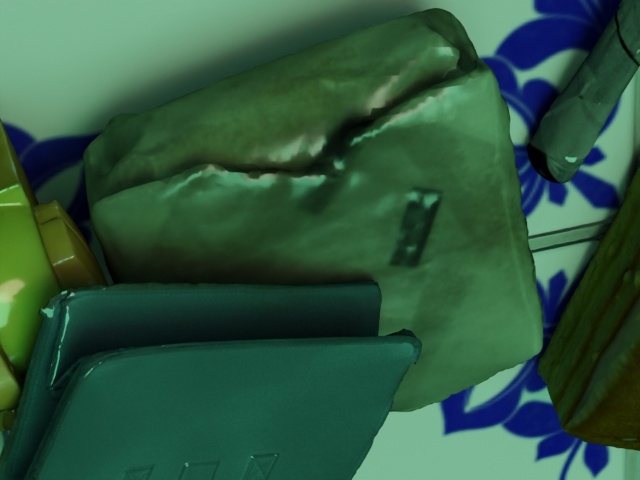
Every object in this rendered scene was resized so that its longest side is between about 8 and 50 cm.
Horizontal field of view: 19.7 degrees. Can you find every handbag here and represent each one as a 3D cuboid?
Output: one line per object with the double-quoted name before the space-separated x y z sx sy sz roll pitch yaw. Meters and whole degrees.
"handbag" -0.061 0.093 1.021 0.221 0.057 0.144 -1 128 -36

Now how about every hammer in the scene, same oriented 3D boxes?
"hammer" 0.236 -0.210 1.102 0.044 0.152 0.427 11 127 -28

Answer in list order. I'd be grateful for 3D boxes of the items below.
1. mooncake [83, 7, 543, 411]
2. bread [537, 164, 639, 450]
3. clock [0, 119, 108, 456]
"mooncake" -0.001 -0.002 1.124 0.250 0.136 0.254 -18 123 -3
"bread" 0.277 0.036 1.251 0.184 0.110 0.234 12 116 -24
"clock" -0.217 0.110 1.097 0.244 0.200 0.317 -23 128 -1
